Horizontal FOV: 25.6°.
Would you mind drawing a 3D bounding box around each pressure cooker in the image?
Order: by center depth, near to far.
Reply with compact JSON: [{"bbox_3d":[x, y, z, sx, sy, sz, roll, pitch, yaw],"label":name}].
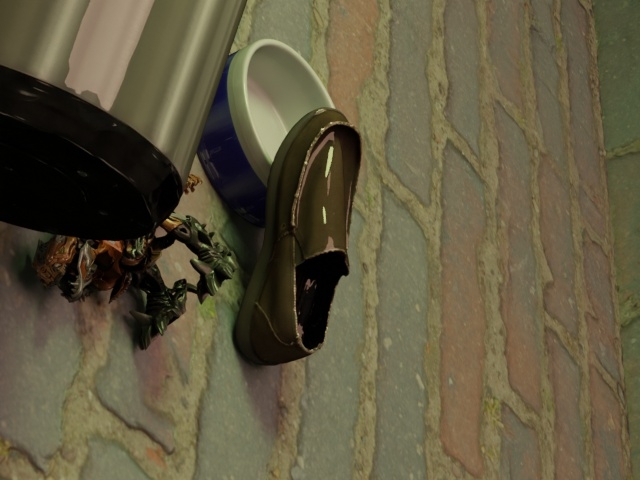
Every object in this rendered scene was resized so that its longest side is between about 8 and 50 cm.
[{"bbox_3d":[-0.264,-0.249,1.445,0.375,0.370,0.420,60,45,-64],"label":"pressure cooker"}]

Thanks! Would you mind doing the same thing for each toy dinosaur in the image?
[{"bbox_3d":[-0.214,-0.010,1.699,0.218,0.164,0.322,48,53,-6],"label":"toy dinosaur"}]

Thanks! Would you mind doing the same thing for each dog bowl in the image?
[{"bbox_3d":[-0.072,-0.155,2.071,0.265,0.104,0.265,38,42,-43],"label":"dog bowl"}]

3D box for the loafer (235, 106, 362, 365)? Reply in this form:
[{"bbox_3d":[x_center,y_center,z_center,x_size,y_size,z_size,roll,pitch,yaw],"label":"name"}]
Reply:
[{"bbox_3d":[0.000,0.000,1.920,0.134,0.130,0.366,17,84,-46],"label":"loafer"}]
